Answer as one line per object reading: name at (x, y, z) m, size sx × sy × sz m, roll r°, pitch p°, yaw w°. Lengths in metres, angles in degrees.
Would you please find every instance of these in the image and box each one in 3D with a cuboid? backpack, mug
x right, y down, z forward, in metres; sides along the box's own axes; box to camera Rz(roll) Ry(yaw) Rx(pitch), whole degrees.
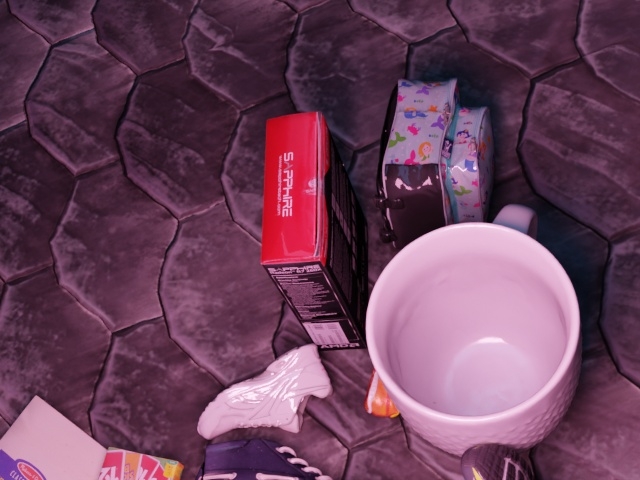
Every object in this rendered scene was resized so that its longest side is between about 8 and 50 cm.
backpack at (0.184, -0.136, 1.735) m, size 0.191 × 0.225 × 0.254 m, roll -4°, pitch 54°, yaw 10°
mug at (0.242, 0.125, 1.532) m, size 0.276 × 0.328 × 0.374 m, roll 12°, pitch 68°, yaw 20°

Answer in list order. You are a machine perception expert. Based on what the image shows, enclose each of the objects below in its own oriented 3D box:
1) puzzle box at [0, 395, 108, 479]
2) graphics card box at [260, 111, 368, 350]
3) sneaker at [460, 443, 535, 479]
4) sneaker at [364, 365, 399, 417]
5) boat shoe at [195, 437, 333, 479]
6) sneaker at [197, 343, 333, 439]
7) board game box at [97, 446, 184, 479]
puzzle box at (-0.388, 0.460, 1.698) m, size 0.409 × 0.052 × 0.272 m, roll 31°, pitch 77°, yaw 26°
graphics card box at (0.000, 0.000, 1.634) m, size 0.094 × 0.371 × 0.233 m, roll -5°, pitch 65°, yaw 12°
sneaker at (0.237, 0.384, 1.444) m, size 0.121 × 0.300 × 0.111 m, roll -12°, pitch 37°, yaw 24°
sneaker at (0.116, 0.193, 1.696) m, size 0.067 × 0.064 × 0.175 m, roll 14°, pitch 73°, yaw -1°
boat shoe at (-0.028, 0.368, 1.612) m, size 0.340 × 0.127 × 0.158 m, roll 0°, pitch 43°, yaw 0°
sneaker at (-0.084, 0.262, 1.694) m, size 0.232 × 0.090 × 0.115 m, roll -33°, pitch 79°, yaw 8°
board game box at (-0.302, 0.451, 1.633) m, size 0.124 × 0.039 × 0.260 m, roll 8°, pitch 70°, yaw 19°
